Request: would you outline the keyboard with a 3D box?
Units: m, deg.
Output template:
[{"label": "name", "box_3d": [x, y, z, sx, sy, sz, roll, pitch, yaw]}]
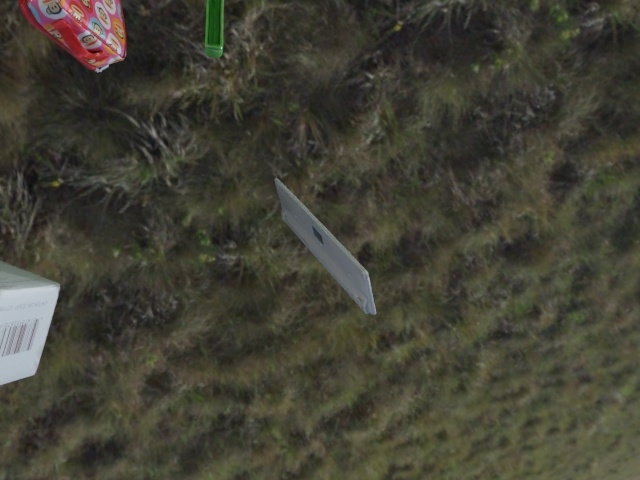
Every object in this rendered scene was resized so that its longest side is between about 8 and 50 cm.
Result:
[{"label": "keyboard", "box_3d": [0.000, 0.000, 0.838, 0.014, 0.256, 0.072, -22, 129, -19]}]

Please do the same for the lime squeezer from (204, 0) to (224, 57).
[{"label": "lime squeezer", "box_3d": [-0.097, -0.294, 0.568, 0.058, 0.311, 0.110, 1, 172, 5]}]

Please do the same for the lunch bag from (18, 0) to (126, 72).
[{"label": "lunch bag", "box_3d": [-0.556, -0.526, 1.459, 0.120, 0.258, 0.293, -17, 164, 11]}]

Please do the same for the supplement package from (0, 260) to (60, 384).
[{"label": "supplement package", "box_3d": [-0.377, 0.065, 0.639, 0.105, 0.179, 0.105, -2, 110, -78]}]
